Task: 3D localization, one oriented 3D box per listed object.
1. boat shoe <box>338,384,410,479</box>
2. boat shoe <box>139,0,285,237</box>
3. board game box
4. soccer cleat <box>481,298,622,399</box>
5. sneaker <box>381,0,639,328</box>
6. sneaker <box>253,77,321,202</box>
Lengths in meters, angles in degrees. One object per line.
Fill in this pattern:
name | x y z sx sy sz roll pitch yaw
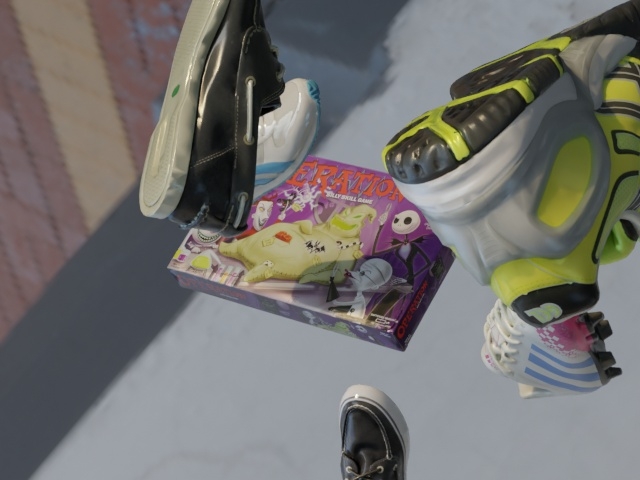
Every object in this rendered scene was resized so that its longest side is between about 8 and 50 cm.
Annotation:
boat shoe | 0.056 0.270 1.921 0.080 0.076 0.229 7 128 16
boat shoe | -0.064 -0.117 1.194 0.079 0.233 0.084 17 165 -20
board game box | 0.000 0.000 2.043 0.346 0.208 0.056 14 149 35
soccer cleat | 0.233 0.097 1.853 0.143 0.116 0.331 -18 147 13
sneaker | 0.163 -0.059 1.126 0.145 0.384 0.147 -24 98 34
sneaker | -0.087 -0.101 1.833 0.092 0.087 0.228 25 130 -34
